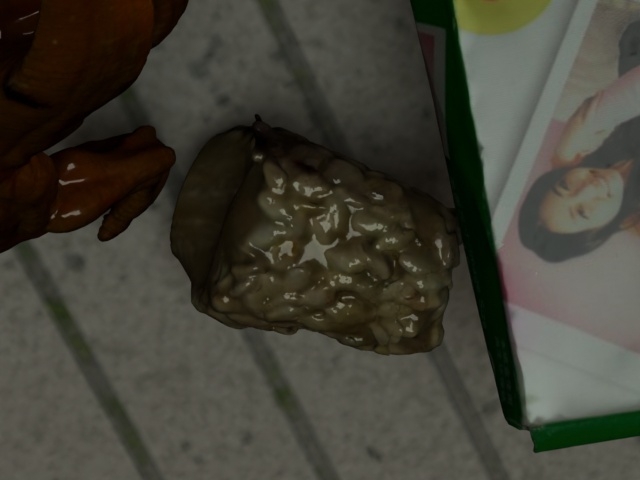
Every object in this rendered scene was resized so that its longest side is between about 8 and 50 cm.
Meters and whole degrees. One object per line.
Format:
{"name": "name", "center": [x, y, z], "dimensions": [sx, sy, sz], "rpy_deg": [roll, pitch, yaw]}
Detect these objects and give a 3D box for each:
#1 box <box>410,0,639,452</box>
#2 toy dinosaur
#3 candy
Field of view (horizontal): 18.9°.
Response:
{"name": "box", "center": [0.133, -0.059, 0.708], "dimensions": [0.180, 0.103, 0.250], "rpy_deg": [-10, 99, 10]}
{"name": "toy dinosaur", "center": [-0.111, -0.050, 0.664], "dimensions": [0.432, 0.208, 0.097], "rpy_deg": [-32, 83, 43]}
{"name": "candy", "center": [0.000, 0.000, 0.750], "dimensions": [0.110, 0.095, 0.085], "rpy_deg": [13, 103, -17]}
